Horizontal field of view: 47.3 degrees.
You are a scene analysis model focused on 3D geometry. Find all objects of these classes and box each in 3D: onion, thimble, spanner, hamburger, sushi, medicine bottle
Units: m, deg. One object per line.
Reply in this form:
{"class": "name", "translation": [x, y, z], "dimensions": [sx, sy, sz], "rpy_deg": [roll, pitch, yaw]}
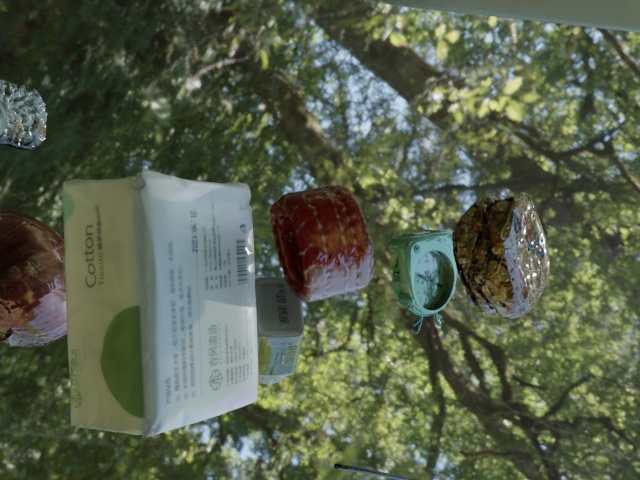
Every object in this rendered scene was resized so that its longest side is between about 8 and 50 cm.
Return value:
{"class": "onion", "translation": [-0.700, 0.086, 1.674], "dimensions": [0.354, 0.354, 0.353], "rpy_deg": [-40, -146, 34]}
{"class": "thimble", "translation": [0.003, 0.003, 1.211], "dimensions": [0.163, 0.125, 0.189], "rpy_deg": [110, -38, -55]}
{"class": "spanner", "translation": [0.113, 0.375, 1.157], "dimensions": [0.046, 0.209, 0.012], "rpy_deg": [-21, -127, 59]}
{"class": "hamburger", "translation": [0.324, 0.028, 1.285], "dimensions": [0.107, 0.231, 0.231], "rpy_deg": [-7, -123, 37]}
{"class": "sushi", "translation": [-0.644, -0.252, 1.418], "dimensions": [0.126, 0.225, 0.136], "rpy_deg": [12, -95, 23]}
{"class": "medicine bottle", "translation": [-0.086, 0.170, 1.302], "dimensions": [0.188, 0.088, 0.132], "rpy_deg": [103, -17, -47]}

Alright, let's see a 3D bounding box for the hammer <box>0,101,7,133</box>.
{"class": "hammer", "translation": [-0.480, -0.106, 0.947], "dimensions": [0.194, 0.069, 0.116], "rpy_deg": [-56, -156, 2]}

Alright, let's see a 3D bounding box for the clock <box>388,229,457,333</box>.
{"class": "clock", "translation": [0.216, 0.085, 1.534], "dimensions": [0.066, 0.159, 0.210], "rpy_deg": [6, -81, 50]}

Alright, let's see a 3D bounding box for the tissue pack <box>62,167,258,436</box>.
{"class": "tissue pack", "translation": [-0.232, 0.084, 1.090], "dimensions": [0.194, 0.266, 0.356], "rpy_deg": [-2, -91, 31]}

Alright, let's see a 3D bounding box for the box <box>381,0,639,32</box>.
{"class": "box", "translation": [0.192, -0.394, 0.699], "dimensions": [0.367, 0.373, 0.090], "rpy_deg": [15, -129, 25]}
